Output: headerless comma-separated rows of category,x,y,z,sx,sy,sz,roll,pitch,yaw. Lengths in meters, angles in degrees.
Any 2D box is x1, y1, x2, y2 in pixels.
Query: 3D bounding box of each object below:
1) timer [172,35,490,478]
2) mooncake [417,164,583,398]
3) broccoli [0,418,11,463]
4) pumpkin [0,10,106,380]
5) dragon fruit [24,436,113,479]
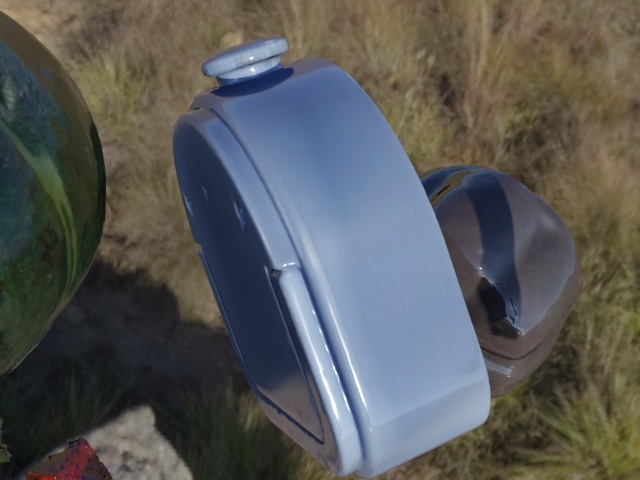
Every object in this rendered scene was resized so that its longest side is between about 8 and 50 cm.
timer,0.000,0.000,0.982,0.173,0.395,0.395,-21,57,-14
mooncake,0.144,0.045,1.131,0.245,0.245,0.133,35,53,14
broccoli,-0.451,0.140,0.890,0.293,0.348,0.281,33,43,-45
pumpkin,-0.244,0.003,0.496,0.207,0.300,0.300,49,44,-17
dragon fruit,-0.304,0.327,1.400,0.097,0.063,0.131,-40,110,-26
